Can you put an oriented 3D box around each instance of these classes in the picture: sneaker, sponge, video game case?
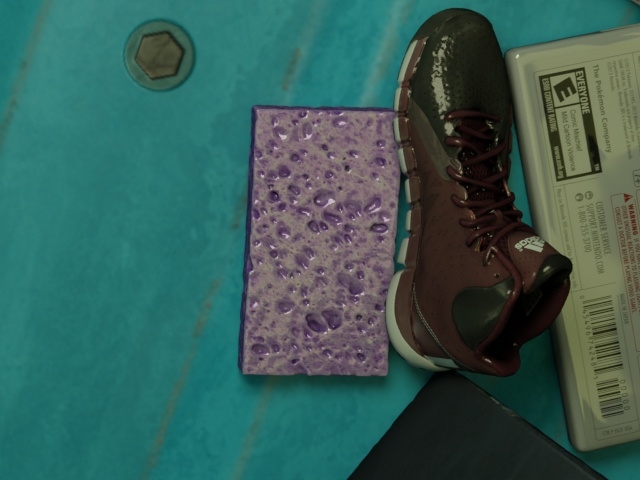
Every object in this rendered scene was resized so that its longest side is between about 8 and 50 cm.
[{"bbox_3d":[0.135,-0.030,1.483,0.106,0.162,0.281,-4,100,-32],"label":"sneaker"},{"bbox_3d":[0.000,0.000,1.543,0.117,0.031,0.210,2,98,-10],"label":"sponge"},{"bbox_3d":[0.318,-0.020,1.590,0.300,0.036,0.329,-12,99,-7],"label":"video game case"}]

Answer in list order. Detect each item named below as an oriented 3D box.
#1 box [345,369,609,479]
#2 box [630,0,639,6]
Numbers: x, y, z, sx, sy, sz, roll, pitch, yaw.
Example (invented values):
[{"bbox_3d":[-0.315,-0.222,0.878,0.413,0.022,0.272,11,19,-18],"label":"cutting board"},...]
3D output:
[{"bbox_3d":[0.222,0.374,1.402,0.472,0.480,0.297,39,89,-12],"label":"box"},{"bbox_3d":[0.318,-0.329,1.534,0.067,0.063,0.324,28,92,-10],"label":"box"}]
